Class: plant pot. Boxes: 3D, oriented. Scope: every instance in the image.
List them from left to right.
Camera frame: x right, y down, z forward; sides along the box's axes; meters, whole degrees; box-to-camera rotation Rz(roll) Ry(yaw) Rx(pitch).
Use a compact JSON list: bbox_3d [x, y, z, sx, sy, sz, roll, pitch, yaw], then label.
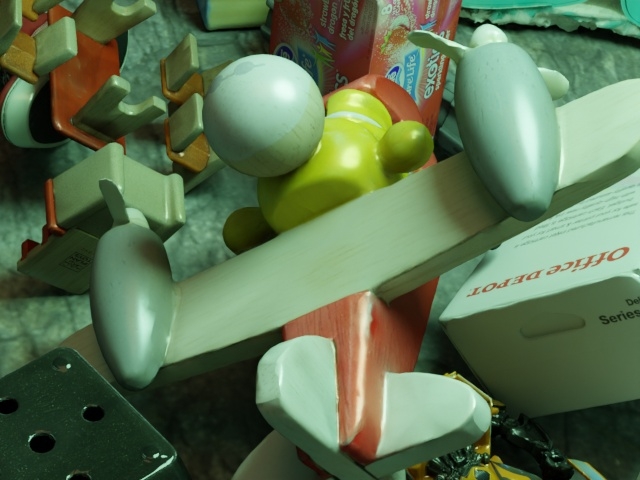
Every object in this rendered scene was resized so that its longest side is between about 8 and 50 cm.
[{"bbox_3d":[-0.182,0.186,0.901,0.187,0.167,0.188,-29,52,-33],"label":"plant pot"}]

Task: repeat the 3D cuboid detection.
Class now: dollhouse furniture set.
[{"bbox_3d":[-0.203,-0.100,1.185,0.262,0.135,0.259,28,41,-41],"label":"dollhouse furniture set"}]

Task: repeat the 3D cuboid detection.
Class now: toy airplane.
[{"bbox_3d":[0.000,0.000,0.957,0.386,0.272,0.384,-41,23,-17],"label":"toy airplane"}]

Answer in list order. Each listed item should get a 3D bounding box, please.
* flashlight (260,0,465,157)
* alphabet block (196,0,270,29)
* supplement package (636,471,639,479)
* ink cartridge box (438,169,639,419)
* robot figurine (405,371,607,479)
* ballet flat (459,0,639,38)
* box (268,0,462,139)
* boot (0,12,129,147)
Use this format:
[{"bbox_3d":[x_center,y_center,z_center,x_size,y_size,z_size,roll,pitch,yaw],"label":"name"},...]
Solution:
[{"bbox_3d":[0.076,-0.169,1.379,0.304,0.103,0.103,38,41,23],"label":"flashlight"},{"bbox_3d":[-0.045,-0.364,1.499,0.197,0.193,0.192,-6,46,-14],"label":"alphabet block"},{"bbox_3d":[0.398,0.157,0.997,0.293,0.177,0.175,-24,54,-28],"label":"supplement package"},{"bbox_3d":[0.255,0.010,1.115,0.201,0.117,0.278,-19,22,44],"label":"ink cartridge box"},{"bbox_3d":[0.129,0.207,0.978,0.211,0.085,0.291,-24,51,-31],"label":"robot figurine"},{"bbox_3d":[0.321,-0.308,1.538,0.409,0.147,0.147,7,42,1],"label":"ballet flat"},{"bbox_3d":[0.035,-0.162,1.239,0.123,0.257,0.128,35,50,26],"label":"box"},{"bbox_3d":[-0.310,-0.171,1.325,0.176,0.088,0.244,12,30,6],"label":"boot"}]
